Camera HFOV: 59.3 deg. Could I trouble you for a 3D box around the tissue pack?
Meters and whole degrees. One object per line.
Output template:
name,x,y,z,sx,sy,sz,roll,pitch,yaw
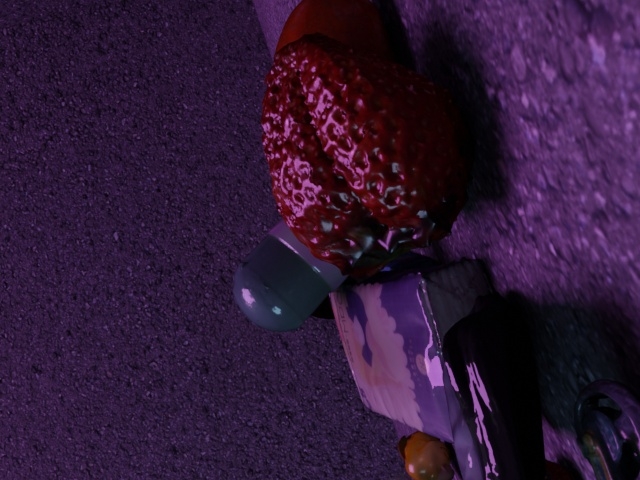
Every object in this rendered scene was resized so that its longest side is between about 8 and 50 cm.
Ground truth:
tissue pack,0.141,0.161,0.873,0.344,0.125,0.242,-18,89,69

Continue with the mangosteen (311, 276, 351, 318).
mangosteen,0.031,0.061,1.589,0.347,0.307,0.306,-15,-93,-63

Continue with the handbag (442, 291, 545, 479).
handbag,0.181,0.159,0.567,0.332,0.075,0.191,-3,-102,-70

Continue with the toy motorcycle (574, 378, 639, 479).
toy motorcycle,0.251,0.236,0.367,0.198,0.109,0.296,114,146,-67

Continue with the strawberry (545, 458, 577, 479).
strawberry,0.268,0.300,0.673,0.096,0.083,0.083,49,-159,-73

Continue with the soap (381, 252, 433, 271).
soap,0.173,0.102,1.103,0.293,0.077,0.156,-141,35,-81

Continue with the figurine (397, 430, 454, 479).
figurine,0.293,0.587,1.401,0.246,0.131,0.156,54,147,33

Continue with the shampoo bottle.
shampoo bottle,0.000,0.000,0.938,0.151,0.349,0.222,45,168,-8

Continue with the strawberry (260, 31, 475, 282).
strawberry,0.047,-0.112,0.679,0.288,0.250,0.238,51,-147,3

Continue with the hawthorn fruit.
hawthorn fruit,0.028,-0.285,0.824,0.196,0.197,0.225,-136,52,-82

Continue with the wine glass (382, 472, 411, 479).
wine glass,0.249,0.613,1.211,0.321,0.143,0.143,-13,95,63
